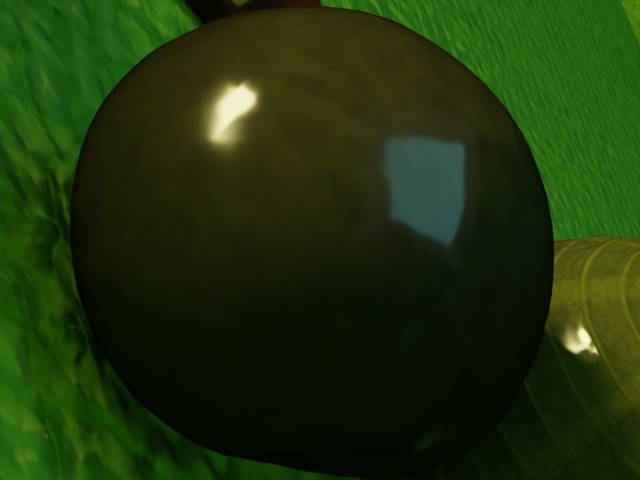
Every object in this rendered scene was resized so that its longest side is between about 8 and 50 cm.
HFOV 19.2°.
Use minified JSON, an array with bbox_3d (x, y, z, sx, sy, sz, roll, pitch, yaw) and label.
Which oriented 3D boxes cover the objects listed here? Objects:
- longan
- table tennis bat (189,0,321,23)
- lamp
[{"bbox_3d":[0.000,0.000,0.750,0.212,0.198,0.198,18,44,-39],"label":"longan"},{"bbox_3d":[-0.045,-0.166,1.116,0.310,0.038,0.200,59,24,-9],"label":"table tennis bat"},{"bbox_3d":[0.150,0.097,0.880,0.250,0.284,0.250,21,35,-16],"label":"lamp"}]
